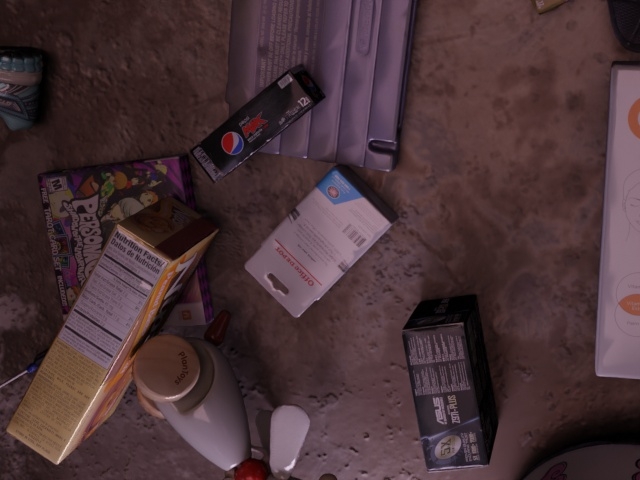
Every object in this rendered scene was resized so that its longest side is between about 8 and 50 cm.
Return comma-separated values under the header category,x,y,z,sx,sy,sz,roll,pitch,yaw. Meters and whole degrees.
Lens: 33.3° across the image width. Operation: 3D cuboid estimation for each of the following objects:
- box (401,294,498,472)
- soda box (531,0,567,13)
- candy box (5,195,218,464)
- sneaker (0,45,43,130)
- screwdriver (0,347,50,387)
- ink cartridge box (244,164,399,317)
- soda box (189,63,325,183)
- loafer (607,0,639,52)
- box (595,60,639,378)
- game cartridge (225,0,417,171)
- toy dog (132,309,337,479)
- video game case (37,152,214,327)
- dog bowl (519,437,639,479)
category,x,y,z,sx,sy,sz,roll,pitch,yaw
box,0.163,0.172,1.319,0.077,0.147,0.180,-9,99,15
soda box,0.242,-0.357,1.241,0.058,0.061,0.181,-25,94,17
candy box,-0.260,0.109,1.351,0.087,0.183,0.316,32,107,3
sneaker,-0.511,-0.199,1.441,0.283,0.110,0.122,4,105,14
screwdriver,-0.430,0.195,1.540,0.170,0.024,0.025,-34,62,19
ink cartridge box,0.000,0.000,1.372,0.104,0.060,0.180,45,107,2
soda box,-0.077,-0.143,1.309,0.169,0.060,0.053,-36,95,20
loafer,0.373,-0.364,1.206,0.109,0.095,0.302,2,98,45
box,0.426,-0.026,1.203,0.215,0.168,0.345,4,102,14
game cartridge,0.002,-0.275,1.312,0.230,0.068,0.355,11,108,16
toy dog,-0.096,0.222,1.385,0.161,0.220,0.334,-47,107,-19
video game case,-0.264,0.009,1.451,0.210,0.042,0.232,-5,99,14
dog bowl,0.377,0.448,1.260,0.408,0.150,0.408,11,113,27
